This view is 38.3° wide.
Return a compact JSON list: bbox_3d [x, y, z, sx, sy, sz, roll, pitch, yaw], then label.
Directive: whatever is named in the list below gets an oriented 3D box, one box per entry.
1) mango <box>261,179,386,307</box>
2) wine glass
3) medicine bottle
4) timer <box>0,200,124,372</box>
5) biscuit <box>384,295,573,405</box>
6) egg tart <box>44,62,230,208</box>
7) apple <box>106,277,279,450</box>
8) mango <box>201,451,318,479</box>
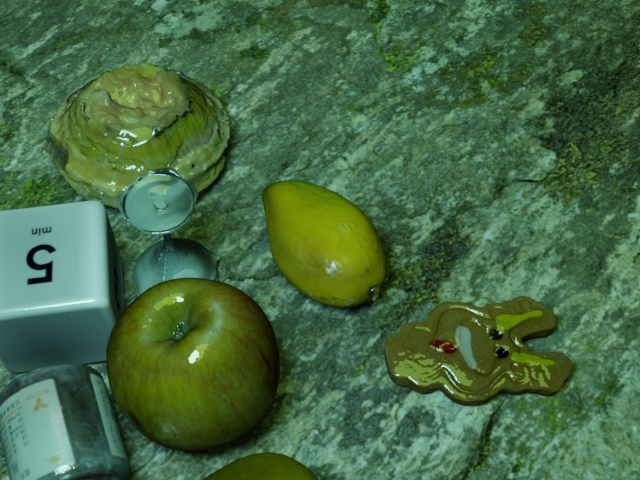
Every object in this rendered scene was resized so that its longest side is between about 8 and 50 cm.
[{"bbox_3d":[0.000,0.000,1.560,0.176,0.119,0.317,-27,53,-14],"label":"mango"},{"bbox_3d":[-0.246,-0.001,1.479,0.156,0.232,0.156,0,58,-1],"label":"wine glass"},{"bbox_3d":[-0.356,0.326,1.305,0.165,0.165,0.273,-17,59,-12],"label":"medicine bottle"},{"bbox_3d":[-0.418,0.074,1.449,0.194,0.192,0.195,-6,57,-5],"label":"timer"},{"bbox_3d":[0.251,0.179,1.487,0.295,0.044,0.186,-9,55,-7],"label":"biscuit"},{"bbox_3d":[-0.331,-0.212,1.670,0.352,0.150,0.352,2,54,-3],"label":"egg tart"},{"bbox_3d":[-0.187,0.175,1.361,0.264,0.264,0.264,1,57,-1],"label":"apple"},{"bbox_3d":[-0.130,0.428,1.171,0.301,0.220,0.445,-18,12,23],"label":"mango"}]
